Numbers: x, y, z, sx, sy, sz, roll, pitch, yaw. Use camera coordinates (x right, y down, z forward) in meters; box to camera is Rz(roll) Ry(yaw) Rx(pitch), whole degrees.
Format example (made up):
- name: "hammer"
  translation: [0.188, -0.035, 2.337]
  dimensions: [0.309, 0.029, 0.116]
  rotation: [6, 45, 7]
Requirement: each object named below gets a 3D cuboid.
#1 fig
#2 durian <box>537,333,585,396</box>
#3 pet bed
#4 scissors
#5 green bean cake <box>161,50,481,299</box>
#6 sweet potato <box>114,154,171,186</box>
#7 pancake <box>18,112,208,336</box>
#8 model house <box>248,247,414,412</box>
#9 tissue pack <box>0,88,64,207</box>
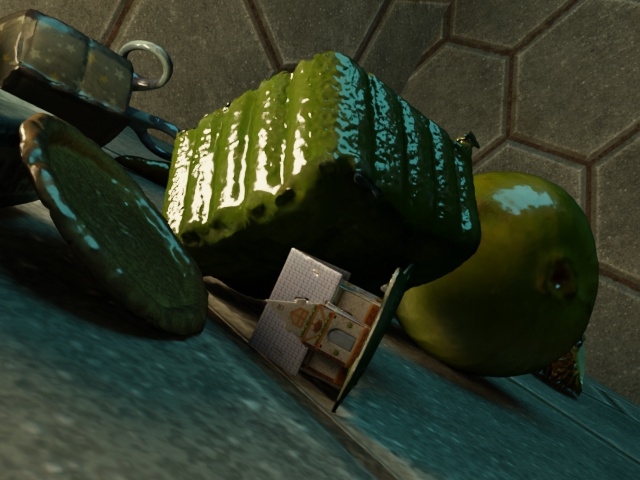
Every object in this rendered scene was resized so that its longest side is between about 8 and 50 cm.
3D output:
- name: "fig"
  translation: [0.227, 0.048, 0.994]
  dimensions: [0.316, 0.316, 0.316]
  rotation: [28, 4, -2]
- name: "durian"
  translation: [0.556, 0.265, 1.559]
  dimensions: [0.144, 0.139, 0.252]
  rotation: [26, 2, 31]
- name: "pet bed"
  translation: [-0.412, -0.226, 1.043]
  dimensions: [0.183, 0.159, 0.211]
  rotation: [-4, -18, 35]
- name: "scissors"
  translation: [-0.418, -0.261, 1.217]
  dimensions: [0.384, 0.029, 0.256]
  rotation: [11, -40, 14]
- name: "green bean cake"
  translation: [0.003, -0.032, 0.660]
  dimensions: [0.247, 0.156, 0.250]
  rotation: [-19, -32, 37]
- name: "sweet potato"
  translation: [-0.280, -0.124, 1.299]
  dimensions: [0.069, 0.059, 0.249]
  rotation: [7, -5, 32]
- name: "pancake"
  translation: [-0.140, -0.011, 0.481]
  dimensions: [0.199, 0.021, 0.199]
  rotation: [53, 4, -6]
- name: "model house"
  translation: [0.009, 0.054, 0.539]
  dimensions: [0.088, 0.117, 0.167]
  rotation: [25, 6, 11]
- name: "tissue pack"
  translation: [-0.291, -0.086, 0.433]
  dimensions: [0.185, 0.081, 0.257]
  rotation: [29, 5, -6]
